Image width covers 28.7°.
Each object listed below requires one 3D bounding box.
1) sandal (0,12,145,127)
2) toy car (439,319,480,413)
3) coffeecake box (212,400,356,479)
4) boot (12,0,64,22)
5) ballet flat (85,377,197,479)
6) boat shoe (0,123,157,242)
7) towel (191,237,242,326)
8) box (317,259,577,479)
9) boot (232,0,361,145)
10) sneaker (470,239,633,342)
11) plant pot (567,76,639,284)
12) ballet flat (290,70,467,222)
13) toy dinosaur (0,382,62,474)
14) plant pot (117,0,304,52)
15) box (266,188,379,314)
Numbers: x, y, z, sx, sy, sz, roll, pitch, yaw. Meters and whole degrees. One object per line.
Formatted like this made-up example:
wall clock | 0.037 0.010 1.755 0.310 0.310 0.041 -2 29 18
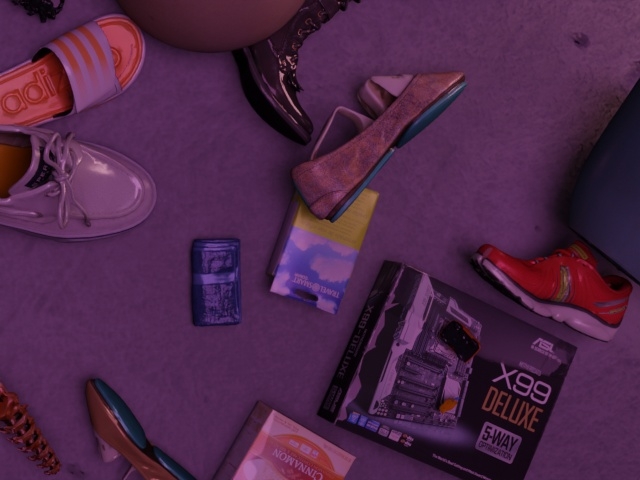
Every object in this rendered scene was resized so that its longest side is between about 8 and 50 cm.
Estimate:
sandal | -0.330 -0.195 1.565 0.265 0.076 0.102 -31 103 -15
toy car | 0.180 0.171 1.717 0.040 0.060 0.122 2 114 -61
coffeecake box | -0.064 0.335 1.695 0.142 0.068 0.185 33 83 -19
boot | -0.356 -0.342 1.565 0.099 0.045 0.121 22 93 -17
ballet flat | -0.243 0.282 1.627 0.073 0.080 0.232 -40 104 2
boat shoe | -0.343 -0.083 1.496 0.367 0.156 0.135 13 79 -32
towel | -0.139 0.057 1.673 0.067 0.029 0.119 -1 94 -19
box | 0.183 0.198 1.769 0.307 0.076 0.242 26 84 -18
boot | -0.018 -0.286 1.663 0.229 0.091 0.263 -36 102 -14
sneaker | 0.333 0.048 1.796 0.279 0.107 0.118 22 98 -30
plant pot | 0.491 -0.053 1.765 0.293 0.293 0.235 38 96 -17
ballet flat | 0.076 -0.157 1.684 0.106 0.107 0.316 44 61 2
toy dinosaur | -0.464 0.198 1.511 0.322 0.164 0.218 25 67 2
plant pot | -0.144 -0.386 1.510 0.284 0.191 0.284 0 86 3
box | 0.000 0.000 1.711 0.109 0.042 0.178 20 86 -18
